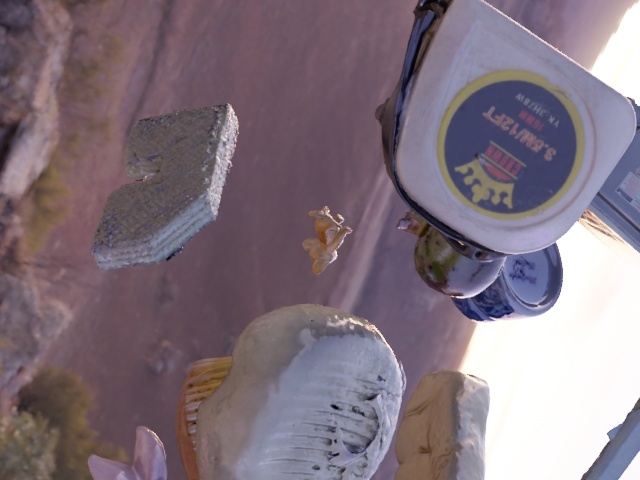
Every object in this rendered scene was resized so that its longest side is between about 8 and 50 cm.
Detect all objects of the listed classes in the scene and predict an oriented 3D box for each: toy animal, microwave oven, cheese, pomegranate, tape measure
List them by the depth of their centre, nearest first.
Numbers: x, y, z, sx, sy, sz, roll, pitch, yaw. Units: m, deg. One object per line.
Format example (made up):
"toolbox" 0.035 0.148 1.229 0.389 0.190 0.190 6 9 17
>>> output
"toy animal" -0.154 0.299 1.065 0.124 0.213 0.124 -22 156 -10
"tape measure" 0.160 -0.116 1.104 0.231 0.271 0.133 -55 -172 8
"pomegranate" 0.166 0.008 1.279 0.130 0.130 0.130 24 90 -83
"microwave oven" 0.390 -0.069 1.316 0.145 0.240 0.194 -53 -159 0
"toy animal" 0.000 0.000 1.461 0.081 0.060 0.083 18 117 -44
"cheese" 0.186 0.315 1.590 0.159 0.093 0.263 -42 -151 43

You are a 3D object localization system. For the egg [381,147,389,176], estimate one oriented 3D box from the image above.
"egg" 0.251 -0.155 1.873 0.279 0.310 0.279 -28 -161 11

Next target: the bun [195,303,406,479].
"bun" -0.029 0.198 1.194 0.273 0.168 0.273 -19 116 -43

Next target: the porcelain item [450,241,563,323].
"porcelain item" 0.257 0.043 1.488 0.114 0.147 0.147 -15 -141 48

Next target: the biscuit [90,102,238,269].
"biscuit" -0.191 -0.072 1.299 0.046 0.147 0.250 68 23 -44

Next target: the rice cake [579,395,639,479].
"rice cake" 0.320 0.233 1.147 0.180 0.042 0.030 -59 174 12

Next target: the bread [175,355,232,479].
"bread" -0.116 0.309 1.536 0.204 0.156 0.288 -86 163 -59
